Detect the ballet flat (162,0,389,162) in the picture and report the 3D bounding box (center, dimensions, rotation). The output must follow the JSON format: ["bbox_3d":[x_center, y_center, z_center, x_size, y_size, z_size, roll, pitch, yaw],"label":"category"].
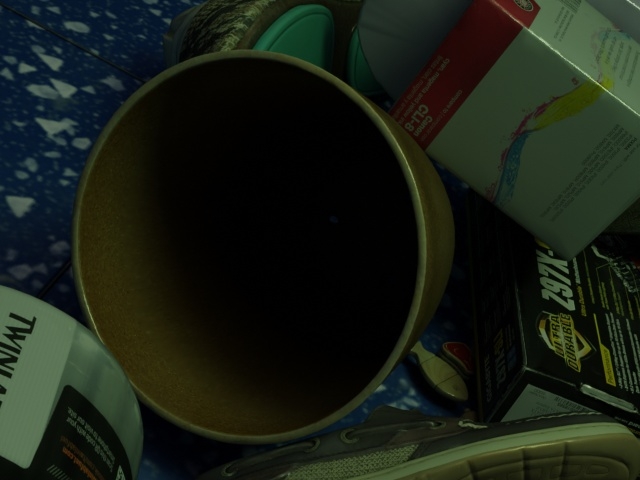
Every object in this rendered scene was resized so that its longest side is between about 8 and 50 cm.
[{"bbox_3d":[-0.030,-0.171,1.072,0.182,0.164,0.483,17,26,23],"label":"ballet flat"}]

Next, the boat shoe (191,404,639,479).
[{"bbox_3d":[0.050,0.145,0.712,0.285,0.102,0.092,-15,39,-7],"label":"boat shoe"}]

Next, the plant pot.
[{"bbox_3d":[0.000,0.000,0.816,0.237,0.237,0.254,41,17,17],"label":"plant pot"}]

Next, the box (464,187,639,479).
[{"bbox_3d":[0.252,0.070,0.980,0.257,0.079,0.322,21,34,-10],"label":"box"}]

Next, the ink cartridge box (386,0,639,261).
[{"bbox_3d":[0.164,-0.100,0.865,0.176,0.127,0.128,38,33,-1],"label":"ink cartridge box"}]

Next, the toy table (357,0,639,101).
[{"bbox_3d":[0.181,-0.175,0.995,0.274,0.252,0.161,28,36,0],"label":"toy table"}]

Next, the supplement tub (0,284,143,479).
[{"bbox_3d":[-0.193,0.177,0.493,0.194,0.193,0.316,19,37,-12],"label":"supplement tub"}]

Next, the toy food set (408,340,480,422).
[{"bbox_3d":[0.123,0.123,0.902,0.078,0.019,0.122,-10,50,-40],"label":"toy food set"}]

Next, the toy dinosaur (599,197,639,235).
[{"bbox_3d":[0.330,-0.039,1.009,0.314,0.121,0.160,3,28,-41],"label":"toy dinosaur"}]
